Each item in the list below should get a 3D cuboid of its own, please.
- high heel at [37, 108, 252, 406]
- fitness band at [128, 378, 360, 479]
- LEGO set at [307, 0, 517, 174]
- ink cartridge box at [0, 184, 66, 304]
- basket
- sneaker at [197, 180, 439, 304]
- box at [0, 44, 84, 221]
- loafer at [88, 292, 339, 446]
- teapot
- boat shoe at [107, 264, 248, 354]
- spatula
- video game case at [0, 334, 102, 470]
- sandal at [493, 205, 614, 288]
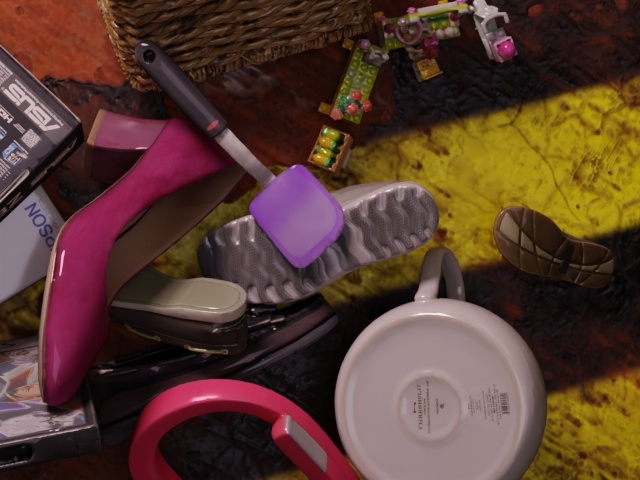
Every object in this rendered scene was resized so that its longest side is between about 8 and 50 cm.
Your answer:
[{"bbox_3d":[-0.179,0.014,1.351,0.181,0.127,0.377,12,56,-5],"label":"high heel"},{"bbox_3d":[-0.081,0.261,1.422,0.209,0.054,0.291,-21,125,22],"label":"fitness band"},{"bbox_3d":[0.090,-0.198,1.485,0.287,0.107,0.132,-35,99,-9],"label":"LEGO set"},{"bbox_3d":[-0.410,-0.022,1.417,0.224,0.045,0.223,-33,98,-9],"label":"ink cartridge box"},{"bbox_3d":[-0.111,-0.333,1.430,0.299,0.223,0.213,-19,54,-8],"label":"basket"},{"bbox_3d":[0.000,0.000,1.480,0.281,0.115,0.105,-12,100,9],"label":"sneaker"},{"bbox_3d":[-0.491,-0.139,1.332,0.395,0.097,0.318,43,78,-1],"label":"box"},{"bbox_3d":[-0.128,0.123,1.456,0.302,0.109,0.095,-27,93,-7],"label":"loafer"},{"bbox_3d":[0.146,0.178,1.481,0.252,0.187,0.256,40,102,16],"label":"teapot"},{"bbox_3d":[-0.183,0.074,1.419,0.228,0.081,0.068,11,126,24],"label":"boat shoe"},{"bbox_3d":[-0.091,-0.100,1.390,0.084,0.030,0.296,-41,104,7],"label":"spatula"},{"bbox_3d":[-0.357,0.168,1.320,0.248,0.275,0.035,-9,108,-12],"label":"video game case"},{"bbox_3d":[0.275,0.010,1.568,0.180,0.049,0.072,20,94,-27],"label":"sandal"}]
